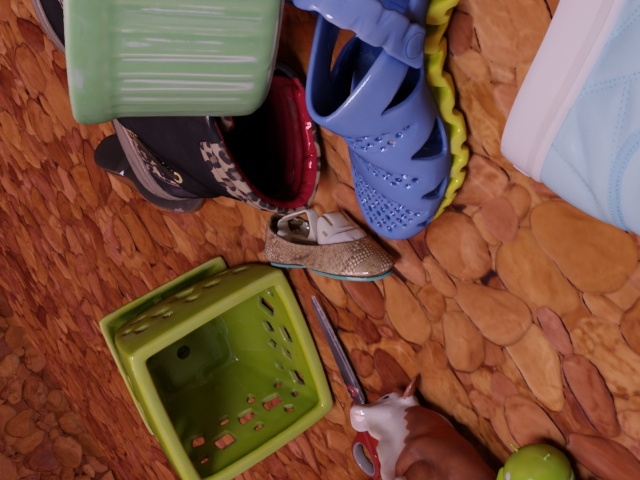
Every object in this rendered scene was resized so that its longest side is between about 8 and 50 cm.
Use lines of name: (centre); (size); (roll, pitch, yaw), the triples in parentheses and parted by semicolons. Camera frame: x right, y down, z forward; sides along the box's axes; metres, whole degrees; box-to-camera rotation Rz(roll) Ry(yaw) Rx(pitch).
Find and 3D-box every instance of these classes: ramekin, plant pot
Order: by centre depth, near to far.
ramekin: (-0.111, -0.239, 0.713); (0.303, 0.148, 0.303); (-178, 90, -80)
plant pot: (-0.152, 0.161, 1.210); (0.207, 0.228, 0.227); (20, 134, 56)

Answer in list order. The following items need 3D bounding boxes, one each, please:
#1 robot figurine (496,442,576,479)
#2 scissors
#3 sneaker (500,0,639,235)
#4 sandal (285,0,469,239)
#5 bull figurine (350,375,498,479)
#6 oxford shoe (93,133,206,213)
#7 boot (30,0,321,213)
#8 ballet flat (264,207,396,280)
robot figurine: (0.216, 0.246, 0.878); (0.101, 0.067, 0.115); (2, 120, 46)
scissors: (0.056, 0.203, 1.137); (0.109, 0.021, 0.297); (23, 134, 50)
sneaker: (0.217, -0.131, 0.477); (0.150, 0.135, 0.366); (38, 155, 18)
sandal: (0.040, -0.126, 0.729); (0.126, 0.138, 0.317); (29, 142, 38)
bull figurine: (0.133, 0.282, 0.945); (0.310, 0.188, 0.101); (40, 131, 18)
oxford shoe: (-0.221, -0.085, 1.252); (0.212, 0.076, 0.076); (30, 170, 37)
boot: (-0.157, -0.190, 0.962); (0.284, 0.138, 0.377); (17, 135, 51)
ballet flat: (0.000, 0.000, 0.980); (0.206, 0.073, 0.067); (6, 108, 51)
